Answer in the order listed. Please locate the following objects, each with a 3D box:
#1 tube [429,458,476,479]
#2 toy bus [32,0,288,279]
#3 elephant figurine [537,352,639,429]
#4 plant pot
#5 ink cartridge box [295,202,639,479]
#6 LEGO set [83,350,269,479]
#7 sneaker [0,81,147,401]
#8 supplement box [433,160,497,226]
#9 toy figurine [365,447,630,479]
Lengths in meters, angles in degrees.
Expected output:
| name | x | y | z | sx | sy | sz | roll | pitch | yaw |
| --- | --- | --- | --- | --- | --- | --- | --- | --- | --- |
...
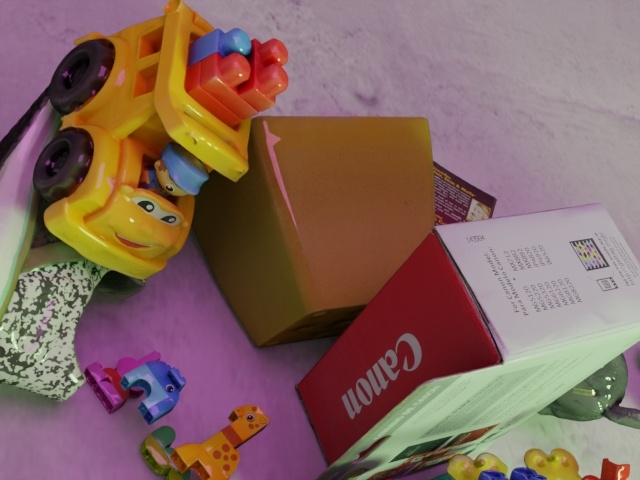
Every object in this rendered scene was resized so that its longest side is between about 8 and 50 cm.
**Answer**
| name | x | y | z | sx | sy | sz | roll | pitch | yaw |
| --- | --- | --- | --- | --- | --- | --- | --- | --- | --- |
| tube | 0.097 | 0.278 | 0.831 | 0.207 | 0.052 | 0.080 | -16 | 64 | -30 |
| toy bus | -0.125 | -0.099 | 0.747 | 0.149 | 0.211 | 0.220 | 37 | 45 | -46 |
| elephant figurine | 0.295 | 0.100 | 1.005 | 0.239 | 0.169 | 0.186 | -40 | 109 | -57 |
| plant pot | 0.000 | 0.000 | 0.889 | 0.212 | 0.212 | 0.187 | -4 | 71 | -30 |
| ink cartridge box | 0.108 | 0.114 | 0.778 | 0.271 | 0.309 | 0.130 | -8 | 60 | -32 |
| LEGO set | -0.109 | 0.175 | 0.770 | 0.093 | 0.087 | 0.227 | -28 | 74 | -39 |
| sneaker | -0.251 | -0.014 | 0.827 | 0.182 | 0.158 | 0.410 | 37 | 47 | -27 |
| supplement box | 0.138 | 0.005 | 1.028 | 0.104 | 0.081 | 0.188 | 30 | 48 | -5 |
| toy figurine | 0.158 | 0.324 | 0.739 | 0.362 | 0.191 | 0.217 | 3 | 94 | -28 |
